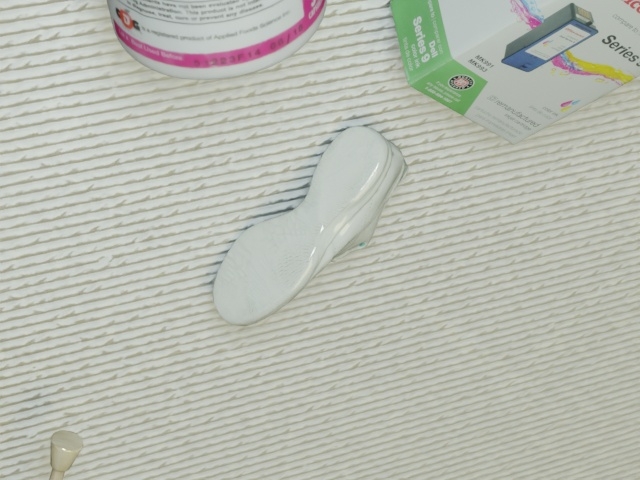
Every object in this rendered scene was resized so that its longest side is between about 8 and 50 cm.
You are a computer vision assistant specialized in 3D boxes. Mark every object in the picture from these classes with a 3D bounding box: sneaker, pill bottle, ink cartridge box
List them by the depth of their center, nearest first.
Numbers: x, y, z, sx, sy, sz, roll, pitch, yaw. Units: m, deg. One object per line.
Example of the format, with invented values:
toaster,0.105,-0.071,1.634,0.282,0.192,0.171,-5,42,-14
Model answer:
pill bottle,-0.085,-0.263,1.311,0.160,0.160,0.283,-23,137,-15
ink cartridge box,0.189,-0.183,1.570,0.212,0.093,0.154,-30,145,30
sneaker,0.000,0.000,1.685,0.212,0.080,0.094,-46,150,8

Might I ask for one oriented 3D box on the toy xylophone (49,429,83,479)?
toy xylophone,-0.343,0.234,1.647,0.236,0.081,0.323,4,125,-37
